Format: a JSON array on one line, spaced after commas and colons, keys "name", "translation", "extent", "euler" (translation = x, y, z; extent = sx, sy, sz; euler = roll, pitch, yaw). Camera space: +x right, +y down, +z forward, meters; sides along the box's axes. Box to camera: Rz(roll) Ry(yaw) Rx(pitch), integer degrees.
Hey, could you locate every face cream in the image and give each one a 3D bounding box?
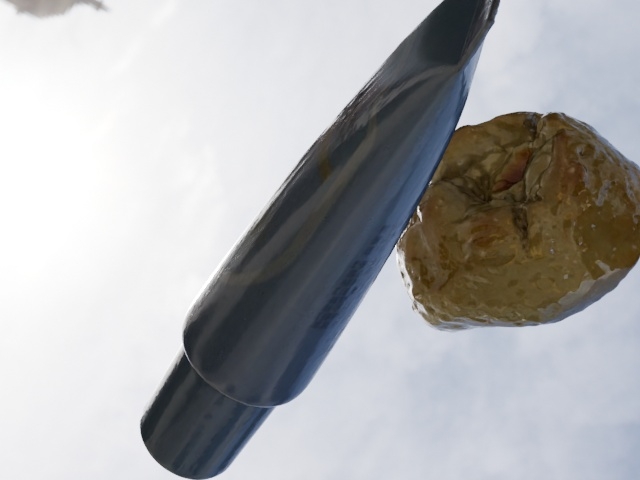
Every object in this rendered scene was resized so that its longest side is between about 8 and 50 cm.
[{"name": "face cream", "translation": [0.000, 0.000, 0.699], "extent": [0.385, 0.086, 0.135], "euler": [-56, -173, 35]}]

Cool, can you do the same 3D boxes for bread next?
[{"name": "bread", "translation": [0.168, -0.020, 1.101], "extent": [0.244, 0.134, 0.244], "euler": [-26, -148, 17]}]
